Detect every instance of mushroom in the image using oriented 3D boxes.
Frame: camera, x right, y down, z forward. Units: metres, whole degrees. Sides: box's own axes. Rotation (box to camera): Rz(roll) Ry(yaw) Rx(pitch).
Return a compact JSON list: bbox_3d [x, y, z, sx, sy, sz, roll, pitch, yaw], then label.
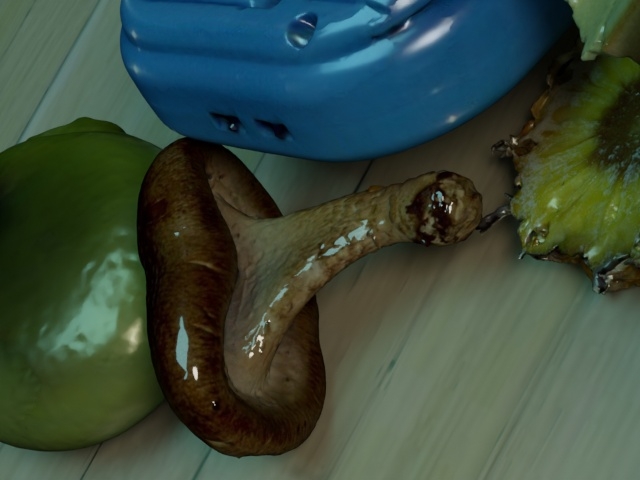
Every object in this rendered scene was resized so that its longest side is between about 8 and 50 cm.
[{"bbox_3d":[0.000,0.000,0.934,0.217,0.148,0.227,-31,56,23],"label":"mushroom"}]

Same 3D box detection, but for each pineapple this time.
[{"bbox_3d":[0.185,-0.055,0.854,0.221,0.047,0.221,-28,44,30],"label":"pineapple"}]

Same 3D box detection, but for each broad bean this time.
[{"bbox_3d":[-0.182,0.028,1.114,0.238,0.119,0.291,-44,43,2],"label":"broad bean"}]

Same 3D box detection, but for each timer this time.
[{"bbox_3d":[0.043,-0.193,0.961,0.309,0.115,0.340,12,53,48],"label":"timer"}]

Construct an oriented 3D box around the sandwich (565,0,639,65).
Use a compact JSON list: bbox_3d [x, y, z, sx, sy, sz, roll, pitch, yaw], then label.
[{"bbox_3d":[0.239,-0.154,0.767,0.198,0.227,0.155,-57,32,34],"label":"sandwich"}]
